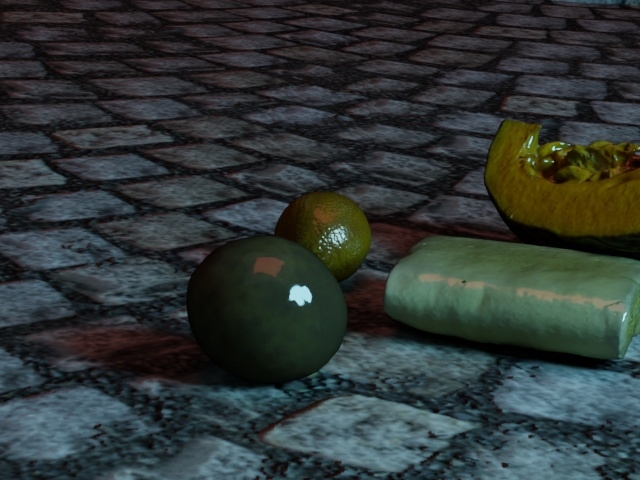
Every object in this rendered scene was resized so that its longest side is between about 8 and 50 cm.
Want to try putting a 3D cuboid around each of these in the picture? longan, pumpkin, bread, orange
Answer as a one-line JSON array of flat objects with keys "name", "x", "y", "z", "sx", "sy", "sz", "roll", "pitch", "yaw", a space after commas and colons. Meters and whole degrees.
[{"name": "longan", "x": -0.034, "y": 0.049, "z": 1.106, "sx": 0.106, "sy": 0.106, "sz": 0.119, "roll": 10, "pitch": -24, "yaw": 21}, {"name": "pumpkin", "x": 0.245, "y": -0.004, "z": 1.314, "sx": 0.278, "sy": 0.111, "sz": 0.163, "roll": 5, "pitch": -33, "yaw": 49}, {"name": "bread", "x": 0.146, "y": 0.041, "z": 1.216, "sx": 0.178, "sy": 0.060, "sz": 0.139, "roll": 9, "pitch": 16, "yaw": 20}, {"name": "orange", "x": 0.000, "y": 0.000, "z": 1.311, "sx": 0.085, "sy": 0.085, "sz": 0.085, "roll": 3, "pitch": 16, "yaw": -1}]
